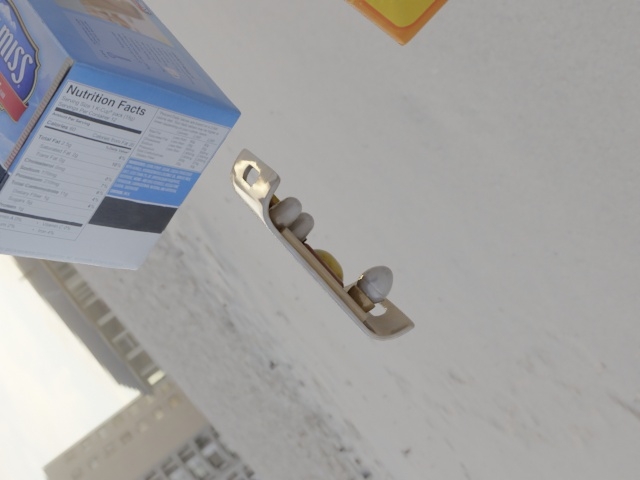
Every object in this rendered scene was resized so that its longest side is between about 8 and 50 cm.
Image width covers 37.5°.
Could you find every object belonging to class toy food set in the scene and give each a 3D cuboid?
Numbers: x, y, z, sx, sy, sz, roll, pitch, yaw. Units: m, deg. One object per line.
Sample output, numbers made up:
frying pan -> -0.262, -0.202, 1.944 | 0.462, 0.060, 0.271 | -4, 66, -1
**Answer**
toy food set -> 0.000, 0.000, 1.366 | 0.306, 0.092, 0.220 | 49, 178, -23

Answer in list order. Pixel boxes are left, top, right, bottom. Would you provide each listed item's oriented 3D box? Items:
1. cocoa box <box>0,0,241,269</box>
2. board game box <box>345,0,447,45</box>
cocoa box -> -0.300, -0.172, 1.017 | 0.231, 0.228, 0.347 | 10, -147, -52
board game box -> 0.006, -0.438, 0.670 | 0.356, 0.356, 0.356 | 25, -153, -47
